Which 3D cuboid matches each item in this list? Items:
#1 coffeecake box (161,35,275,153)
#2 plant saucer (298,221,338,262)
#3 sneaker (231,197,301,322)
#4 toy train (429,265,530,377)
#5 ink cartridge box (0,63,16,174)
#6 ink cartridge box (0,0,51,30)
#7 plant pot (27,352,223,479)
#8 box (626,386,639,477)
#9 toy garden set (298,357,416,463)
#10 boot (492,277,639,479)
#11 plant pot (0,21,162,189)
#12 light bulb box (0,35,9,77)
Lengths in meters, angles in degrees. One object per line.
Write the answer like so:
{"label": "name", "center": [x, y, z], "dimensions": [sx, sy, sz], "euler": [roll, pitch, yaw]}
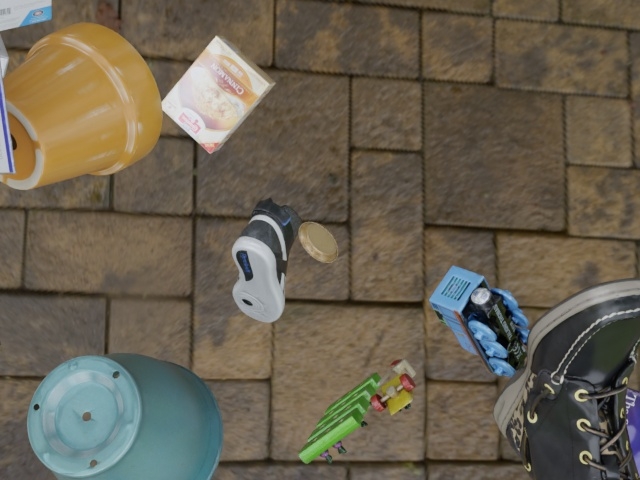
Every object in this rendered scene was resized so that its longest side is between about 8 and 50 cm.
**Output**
{"label": "coffeecake box", "center": [-0.205, -0.290, 1.943], "dimensions": [0.142, 0.068, 0.185], "euler": [42, 105, -1]}
{"label": "plant saucer", "center": [0.000, 0.000, 1.668], "dimensions": [0.083, 0.083, 0.015], "euler": [49, 53, -2]}
{"label": "sneaker", "center": [-0.066, 0.023, 1.385], "dimensions": [0.079, 0.217, 0.121], "euler": [22, 60, 10]}
{"label": "toy train", "center": [0.223, 0.114, 1.326], "dimensions": [0.080, 0.105, 0.184], "euler": [-52, 138, -16]}
{"label": "ink cartridge box", "center": [-0.432, -0.157, 1.042], "dimensions": [0.069, 0.371, 0.175], "euler": [-17, 105, -51]}
{"label": "ink cartridge box", "center": [-0.213, -0.184, 0.672], "dimensions": [0.048, 0.083, 0.028], "euler": [-20, 70, -24]}
{"label": "plant pot", "center": [-0.321, 0.294, 1.546], "dimensions": [0.272, 0.255, 0.271], "euler": [-5, 69, 12]}
{"label": "box", "center": [0.504, 0.378, 1.607], "dimensions": [0.184, 0.103, 0.261], "euler": [18, 87, 10]}
{"label": "toy garden set", "center": [0.081, 0.265, 1.567], "dimensions": [0.204, 0.244, 0.049], "euler": [-38, 89, 15]}
{"label": "boot", "center": [0.329, 0.242, 1.136], "dimensions": [0.138, 0.377, 0.284], "euler": [-5, 56, -17]}
{"label": "plant pot", "center": [-0.346, -0.162, 1.286], "dimensions": [0.205, 0.205, 0.188], "euler": [50, 41, -1]}
{"label": "light bulb box", "center": [-0.748, -0.239, 1.847], "dimensions": [0.225, 0.358, 0.360], "euler": [9, 110, -26]}
